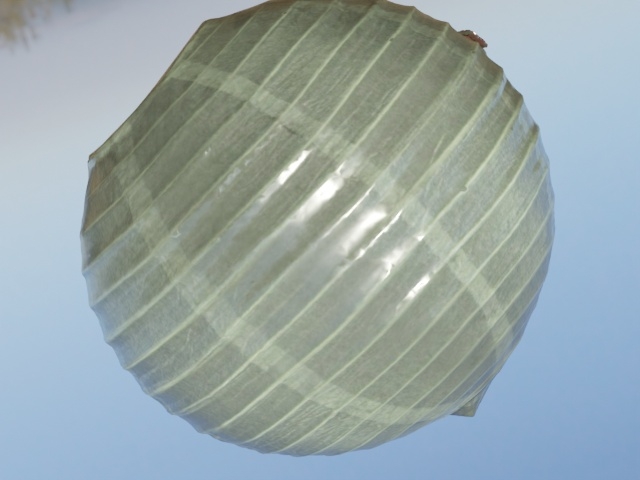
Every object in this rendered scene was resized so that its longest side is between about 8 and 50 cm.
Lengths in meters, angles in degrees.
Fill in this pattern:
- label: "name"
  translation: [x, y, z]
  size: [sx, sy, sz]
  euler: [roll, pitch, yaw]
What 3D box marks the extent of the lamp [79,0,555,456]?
- label: "lamp"
  translation: [0.000, 0.000, 0.797]
  size: [0.265, 0.233, 0.233]
  euler: [-40, 174, 37]
